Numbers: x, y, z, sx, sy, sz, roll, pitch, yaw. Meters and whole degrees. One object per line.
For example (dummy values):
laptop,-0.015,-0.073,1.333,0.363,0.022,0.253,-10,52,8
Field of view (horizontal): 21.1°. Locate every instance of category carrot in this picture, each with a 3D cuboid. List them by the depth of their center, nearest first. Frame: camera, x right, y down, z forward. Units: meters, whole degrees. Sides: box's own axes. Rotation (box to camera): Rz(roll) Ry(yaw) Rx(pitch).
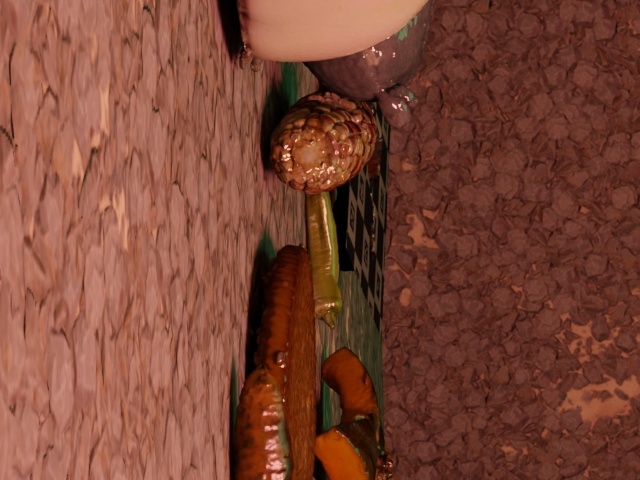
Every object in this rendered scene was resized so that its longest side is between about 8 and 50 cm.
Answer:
carrot,-0.044,0.255,1.366,0.066,0.066,0.314,5,81,-85

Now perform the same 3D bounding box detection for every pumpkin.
pumpkin,0.044,0.309,2.094,0.258,0.095,0.290,-65,150,-70

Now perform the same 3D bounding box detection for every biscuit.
biscuit,-0.033,0.151,1.579,0.305,0.038,0.305,1,90,-85

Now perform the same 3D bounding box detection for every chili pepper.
chili pepper,0.000,0.000,1.988,0.049,0.043,0.208,1,83,-60

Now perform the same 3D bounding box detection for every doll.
doll,0.044,-0.291,1.721,0.246,0.158,0.340,49,30,-39

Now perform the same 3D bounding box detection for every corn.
corn,0.001,-0.099,1.693,0.290,0.098,0.098,-46,135,-80

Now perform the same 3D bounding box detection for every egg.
egg,0.009,-0.284,1.376,0.264,0.174,0.286,-35,121,-88

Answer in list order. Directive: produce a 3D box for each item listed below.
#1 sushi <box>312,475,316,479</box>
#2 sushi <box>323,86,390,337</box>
sushi,0.015,0.404,1.850,0.231,0.047,0.220,52,29,-32
sushi,0.037,-0.092,2.254,0.343,0.064,0.359,66,24,-67
